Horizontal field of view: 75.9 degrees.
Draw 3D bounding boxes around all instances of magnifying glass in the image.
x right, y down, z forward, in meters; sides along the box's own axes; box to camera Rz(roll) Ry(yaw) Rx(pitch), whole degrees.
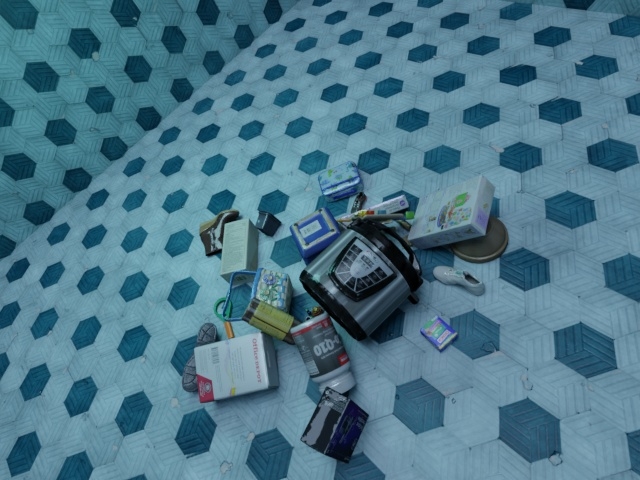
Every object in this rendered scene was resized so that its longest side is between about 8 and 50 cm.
[{"bbox_3d":[-0.443,0.365,1.926,0.092,0.026,0.230,-29,50,1],"label":"magnifying glass"}]

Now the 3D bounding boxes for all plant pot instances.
[{"bbox_3d":[0.648,-0.033,1.694,0.238,0.109,0.237,-10,55,15],"label":"plant pot"},{"bbox_3d":[0.000,0.000,1.872,0.236,0.212,0.235,-29,52,2],"label":"plant pot"}]

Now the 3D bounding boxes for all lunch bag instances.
[{"bbox_3d":[0.105,-0.300,2.114,0.219,0.090,0.175,-19,55,11],"label":"lunch bag"}]

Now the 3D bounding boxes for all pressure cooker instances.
[{"bbox_3d":[0.170,0.129,1.617,0.420,0.369,0.376,-42,32,-9],"label":"pressure cooker"}]

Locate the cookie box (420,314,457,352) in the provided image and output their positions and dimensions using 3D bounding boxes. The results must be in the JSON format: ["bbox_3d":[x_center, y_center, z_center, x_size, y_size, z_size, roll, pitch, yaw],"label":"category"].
[{"bbox_3d":[0.448,0.352,1.556,0.092,0.040,0.107,-40,53,-8],"label":"cookie box"}]

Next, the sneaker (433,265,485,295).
[{"bbox_3d":[0.547,0.139,1.627,0.212,0.094,0.080,21,69,33],"label":"sneaker"}]

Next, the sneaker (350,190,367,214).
[{"bbox_3d":[0.178,-0.178,2.012,0.061,0.064,0.157,7,60,26],"label":"sneaker"}]

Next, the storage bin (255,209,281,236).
[{"bbox_3d":[-0.278,-0.085,2.101,0.098,0.135,0.090,14,74,29],"label":"storage bin"}]

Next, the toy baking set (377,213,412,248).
[{"bbox_3d":[0.312,-0.039,1.885,0.197,0.030,0.256,-36,51,-4],"label":"toy baking set"}]

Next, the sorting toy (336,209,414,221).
[{"bbox_3d":[0.241,-0.110,1.774,0.349,0.196,0.047,-3,91,-11],"label":"sorting toy"}]

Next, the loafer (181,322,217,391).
[{"bbox_3d":[-0.526,0.521,1.826,0.109,0.095,0.302,15,65,-4],"label":"loafer"}]

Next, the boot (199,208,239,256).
[{"bbox_3d":[-0.530,-0.041,2.217,0.249,0.090,0.206,-24,64,4],"label":"boot"}]

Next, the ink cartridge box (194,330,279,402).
[{"bbox_3d":[-0.342,0.519,1.680,0.307,0.131,0.225,-15,70,10],"label":"ink cartridge box"}]

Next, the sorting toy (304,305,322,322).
[{"bbox_3d":[-0.039,0.320,1.776,0.061,0.042,0.102,32,74,35],"label":"sorting toy"}]

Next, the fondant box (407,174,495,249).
[{"bbox_3d":[0.533,-0.107,1.696,0.330,0.096,0.238,-21,41,56],"label":"fondant box"}]

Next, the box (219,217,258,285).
[{"bbox_3d":[-0.402,0.054,2.057,0.148,0.121,0.310,-12,54,14],"label":"box"}]

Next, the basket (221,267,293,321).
[{"bbox_3d":[-0.275,0.241,1.825,0.290,0.201,0.254,-4,52,10],"label":"basket"}]

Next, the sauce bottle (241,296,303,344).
[{"bbox_3d":[-0.146,0.352,1.658,0.345,0.111,0.111,30,68,-7],"label":"sauce bottle"}]

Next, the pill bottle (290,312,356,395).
[{"bbox_3d":[0.014,0.430,1.542,0.162,0.161,0.282,-26,82,4],"label":"pill bottle"}]

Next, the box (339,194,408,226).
[{"bbox_3d":[0.250,-0.130,1.934,0.325,0.067,0.062,-19,89,7],"label":"box"}]

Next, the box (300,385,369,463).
[{"bbox_3d":[0.057,0.628,1.387,0.103,0.261,0.184,19,67,31],"label":"box"}]
